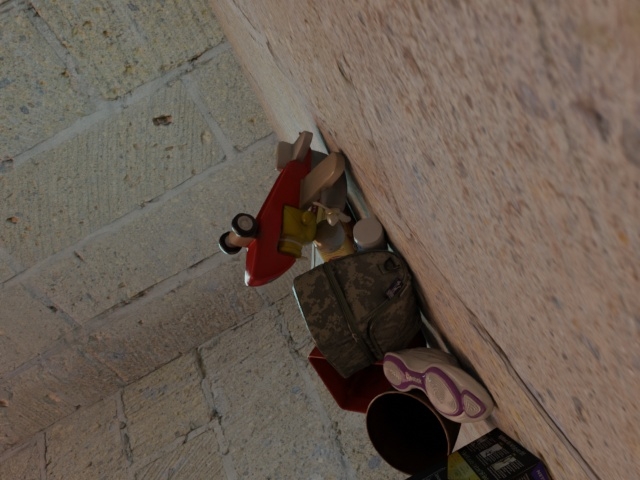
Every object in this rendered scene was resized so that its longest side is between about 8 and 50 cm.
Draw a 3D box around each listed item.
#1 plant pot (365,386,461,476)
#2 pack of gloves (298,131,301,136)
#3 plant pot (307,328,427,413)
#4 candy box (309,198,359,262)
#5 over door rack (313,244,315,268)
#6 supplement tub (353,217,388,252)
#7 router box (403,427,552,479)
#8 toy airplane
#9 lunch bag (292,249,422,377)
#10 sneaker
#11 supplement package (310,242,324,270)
[{"bbox_3d":[0.261,0.419,1.478,0.230,0.215,0.215,-23,-98,-52],"label":"plant pot"},{"bbox_3d":[-0.018,-0.234,2.091,0.195,0.046,0.232,61,179,32],"label":"pack of gloves"},{"bbox_3d":[0.167,0.325,1.714,0.235,0.267,0.267,-61,-43,-38],"label":"plant pot"},{"bbox_3d":[0.066,0.011,1.812,0.183,0.088,0.316,-79,-30,-48],"label":"candy box"},{"bbox_3d":[0.000,0.000,1.925,0.239,0.108,0.324,1,-102,-68],"label":"over door rack"},{"bbox_3d":[0.118,0.001,1.407,0.071,0.071,0.107,60,179,31],"label":"supplement tub"},{"bbox_3d":[0.297,0.485,1.177,0.081,0.243,0.309,61,179,7],"label":"router box"},{"bbox_3d":[-0.050,-0.077,1.536,0.272,0.384,0.386,32,-166,-9],"label":"toy airplane"},{"bbox_3d":[0.103,0.163,1.426,0.212,0.256,0.305,65,-178,33],"label":"lunch bag"},{"bbox_3d":[0.271,0.289,1.307,0.305,0.152,0.114,18,115,58],"label":"sneaker"},{"bbox_3d":[0.077,0.133,2.238,0.293,0.178,0.175,-124,35,-68],"label":"supplement package"}]
